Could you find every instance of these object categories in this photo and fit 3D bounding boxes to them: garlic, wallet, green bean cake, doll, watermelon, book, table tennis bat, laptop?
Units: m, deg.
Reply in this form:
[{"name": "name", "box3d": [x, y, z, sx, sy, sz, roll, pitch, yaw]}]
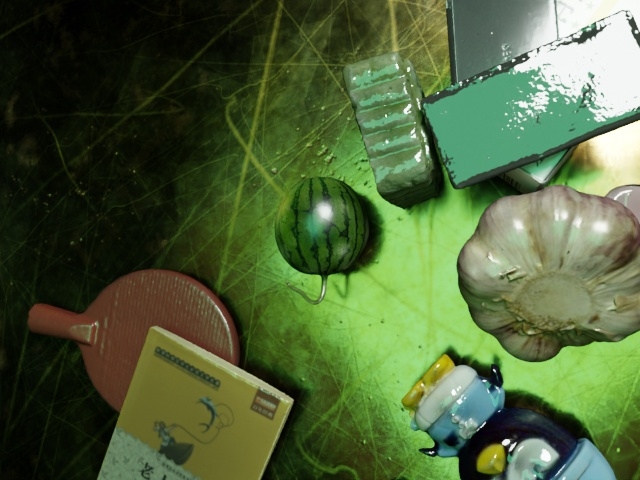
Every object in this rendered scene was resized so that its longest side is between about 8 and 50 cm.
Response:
[{"name": "garlic", "box3d": [0.294, 0.038, 0.695, 0.245, 0.160, 0.244, 8, 119, 14]}, {"name": "wallet", "box3d": [0.250, -0.156, 0.622, 0.245, 0.025, 0.124, -22, 80, 15]}, {"name": "green bean cake", "box3d": [0.108, -0.145, 0.751, 0.094, 0.183, 0.184, -13, 82, 15]}, {"name": "doll", "box3d": [0.249, 0.291, 0.702, 0.314, 0.141, 0.177, 41, 102, 19]}, {"name": "watermelon", "box3d": [0.000, 0.000, 0.801, 0.141, 0.141, 0.187, 0, 90, 18]}, {"name": "book", "box3d": [-0.227, 0.364, 0.882, 0.269, 0.032, 0.388, 23, 100, 14]}, {"name": "table tennis bat", "box3d": [-0.331, 0.175, 0.943, 0.415, 0.051, 0.267, 9, 91, 17]}, {"name": "laptop", "box3d": [0.222, -0.224, 0.657, 0.129, 0.016, 0.179, -4, 86, 18]}]

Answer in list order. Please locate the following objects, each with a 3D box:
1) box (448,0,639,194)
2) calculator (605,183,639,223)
[{"name": "box", "box3d": [0.316, -0.240, 0.710, 0.173, 0.145, 0.332, 38, 99, 15]}, {"name": "calculator", "box3d": [0.434, -0.025, 0.722, 0.166, 0.024, 0.103, 4, 88, 17]}]
